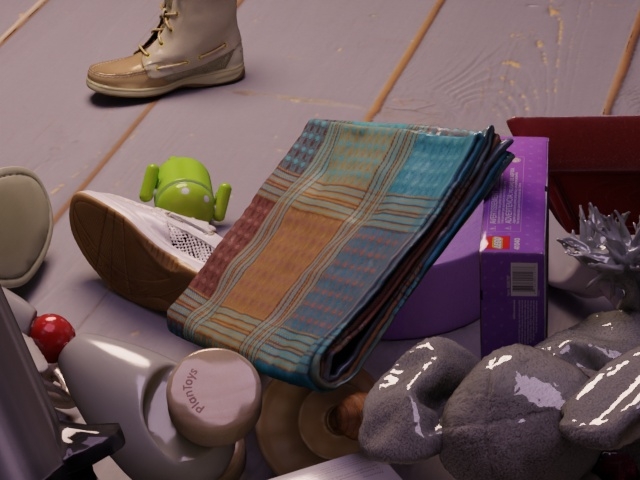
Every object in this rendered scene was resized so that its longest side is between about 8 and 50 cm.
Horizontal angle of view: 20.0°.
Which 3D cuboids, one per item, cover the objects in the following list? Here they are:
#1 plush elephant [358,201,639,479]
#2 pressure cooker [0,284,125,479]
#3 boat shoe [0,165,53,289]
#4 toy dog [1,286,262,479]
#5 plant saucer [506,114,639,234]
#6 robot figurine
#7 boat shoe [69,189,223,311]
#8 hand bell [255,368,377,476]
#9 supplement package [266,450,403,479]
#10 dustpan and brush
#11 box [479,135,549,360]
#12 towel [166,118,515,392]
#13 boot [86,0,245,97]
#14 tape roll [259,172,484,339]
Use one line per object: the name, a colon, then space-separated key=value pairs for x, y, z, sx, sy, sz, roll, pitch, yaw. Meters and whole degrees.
plush elephant: x=0.191 y=0.157 z=1.346 sx=0.272 sy=0.330 sz=0.255 roll=-9 pitch=10 yaw=44
pressure cooker: x=-0.372 y=0.167 z=1.359 sx=0.370 sy=0.420 sz=0.375 roll=-18 pitch=6 yaw=38
boat shoe: x=-0.390 y=0.030 z=1.862 sx=0.113 sy=0.127 sz=0.340 roll=-13 pitch=27 yaw=26
toy dog: x=-0.210 y=0.156 z=1.587 sx=0.333 sy=0.220 sz=0.161 roll=10 pitch=54 yaw=26
plant saucer: x=0.319 y=-0.054 z=1.691 sx=0.259 sy=0.258 sz=0.048 roll=1 pitch=74 yaw=16
robot figurine: x=-0.154 y=-0.050 z=2.034 sx=0.101 sy=0.067 sz=0.115 roll=17 pitch=27 yaw=-18
boat shoe: x=-0.146 y=0.020 z=1.899 sx=0.277 sy=0.098 sz=0.096 roll=31 pitch=42 yaw=28
hand bell: x=0.019 y=0.152 z=1.524 sx=0.126 sy=0.126 sz=0.242 roll=-6 pitch=-7 yaw=-9
supplement package: x=0.004 y=0.294 z=1.381 sx=0.194 sy=0.149 sz=0.203 roll=-15 pitch=34 yaw=-23
dustpan and brush: x=0.281 y=0.026 z=1.873 sx=0.060 sy=0.147 sz=0.211 roll=6 pitch=48 yaw=-25
box: x=0.171 y=0.083 z=1.591 sx=0.057 sy=0.293 sz=0.201 roll=1 pitch=31 yaw=8
towel: x=0.000 y=0.000 z=1.642 sx=0.271 sy=0.040 sz=0.370 roll=-53 pitch=24 yaw=-11
boot: x=-0.199 y=-0.273 z=2.309 sx=0.213 sy=0.165 sz=0.077 roll=-11 pitch=32 yaw=-20
tape roll: x=0.069 y=-0.006 z=1.938 sx=0.274 sy=0.090 sz=0.275 roll=0 pitch=31 yaw=0
